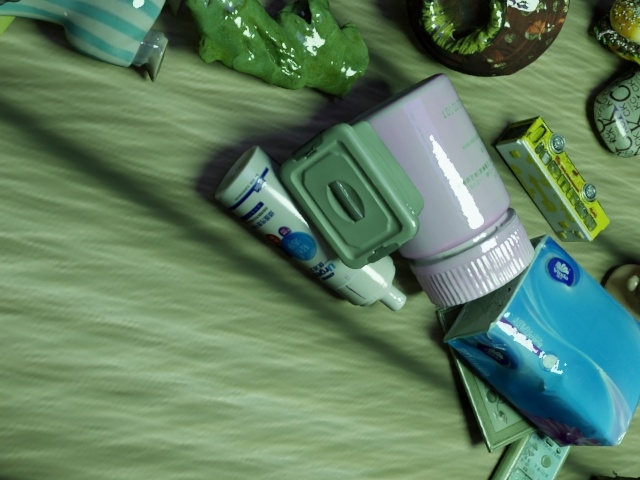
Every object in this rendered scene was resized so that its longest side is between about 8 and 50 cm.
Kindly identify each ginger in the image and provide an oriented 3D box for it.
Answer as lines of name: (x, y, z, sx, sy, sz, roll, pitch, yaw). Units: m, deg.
ginger: (-0.052, -0.275, 0.943, 0.290, 0.089, 0.137, 2, 120, -34)

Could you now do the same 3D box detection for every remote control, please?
remote control: (0.353, 0.334, 1.136, 0.098, 0.038, 0.233, 42, 70, -16)

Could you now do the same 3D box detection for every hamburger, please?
hamburger: (0.580, -0.384, 1.242, 0.190, 0.093, 0.164, -37, 60, -27)

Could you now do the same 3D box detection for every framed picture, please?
framed picture: (0.290, 0.192, 1.109, 0.173, 0.010, 0.231, -18, 84, -25)

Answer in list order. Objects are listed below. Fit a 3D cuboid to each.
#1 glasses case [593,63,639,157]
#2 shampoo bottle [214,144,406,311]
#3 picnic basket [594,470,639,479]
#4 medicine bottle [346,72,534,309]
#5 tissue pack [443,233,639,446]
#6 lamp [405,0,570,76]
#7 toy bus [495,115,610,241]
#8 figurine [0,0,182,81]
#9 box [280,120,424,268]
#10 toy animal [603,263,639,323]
glasses case: (0.632, -0.276, 1.299, 0.355, 0.085, 0.137, -35, 100, -25)
shampoo bottle: (0.000, 0.000, 0.961, 0.303, 0.092, 0.092, 40, 70, -19)
picnic basket: (0.504, 0.536, 1.050, 0.254, 0.291, 0.320, -21, 86, -26)
medicine bottle: (0.163, -0.070, 0.999, 0.178, 0.178, 0.290, -36, 102, -24)
tissue pack: (0.350, 0.153, 1.057, 0.263, 0.146, 0.198, 42, 64, -8)
lamp: (0.238, -0.355, 1.030, 0.247, 0.247, 0.246, 2, 84, -26)
toy bus: (0.385, -0.099, 1.170, 0.074, 0.081, 0.226, -45, 108, -17)
figurine: (-0.276, -0.344, 0.697, 0.362, 0.378, 0.266, 20, 77, -22)
box: (0.048, -0.065, 0.893, 0.172, 0.124, 0.093, 54, 34, -5)
toy animal: (0.588, 0.099, 1.182, 0.171, 0.198, 0.171, 5, 79, -26)
